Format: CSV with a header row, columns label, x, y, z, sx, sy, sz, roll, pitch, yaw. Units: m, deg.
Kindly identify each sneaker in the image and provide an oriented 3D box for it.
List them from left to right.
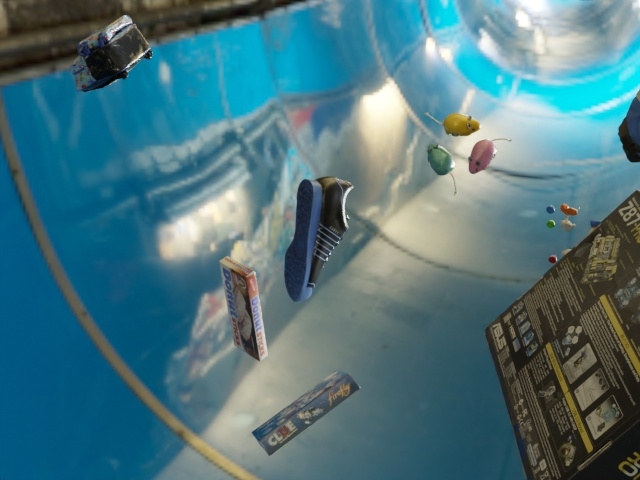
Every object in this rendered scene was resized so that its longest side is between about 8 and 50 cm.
label,x,y,z,sx,sy,sz,roll,pitch,yaw
sneaker,0.000,0.000,1.749,0.090,0.232,0.081,-4,-150,-30
sneaker,0.421,-0.120,1.244,0.058,0.084,0.152,7,-145,-29

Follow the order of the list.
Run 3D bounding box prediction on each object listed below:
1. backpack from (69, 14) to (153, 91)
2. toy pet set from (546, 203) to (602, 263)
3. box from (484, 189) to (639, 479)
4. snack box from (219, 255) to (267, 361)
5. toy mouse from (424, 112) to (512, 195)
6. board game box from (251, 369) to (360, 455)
label,x,y,z,sx,sy,sz,roll,pitch,yaw
backpack,-0.494,-0.415,2.299,0.173,0.117,0.158,-19,-157,32
toy pet set,0.483,-0.019,1.872,0.114,0.122,0.065,8,-146,26
box,0.378,0.142,1.317,0.097,0.318,0.395,35,-159,-17
snack box,-0.121,0.110,1.601,0.064,0.178,0.022,28,-132,37
toy mouse,0.232,-0.147,1.685,0.161,0.143,0.031,9,165,21
board game box,-0.035,0.376,2.230,0.243,0.042,0.165,-35,-178,-10
